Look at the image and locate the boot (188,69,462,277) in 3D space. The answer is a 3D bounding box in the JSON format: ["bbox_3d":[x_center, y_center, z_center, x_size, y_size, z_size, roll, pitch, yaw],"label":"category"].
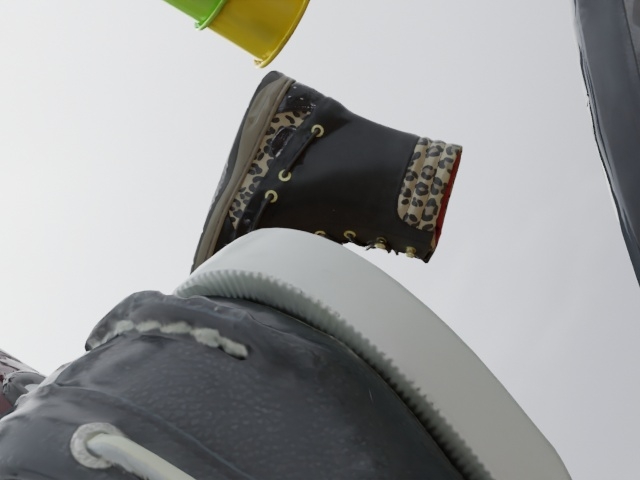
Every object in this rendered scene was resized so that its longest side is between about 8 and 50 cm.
[{"bbox_3d":[0.000,-0.001,1.441,0.085,0.178,0.236,-2,-69,-82],"label":"boot"}]

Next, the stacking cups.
[{"bbox_3d":[-0.158,-0.264,1.495,0.096,0.316,0.096,-53,16,22],"label":"stacking cups"}]

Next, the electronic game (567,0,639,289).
[{"bbox_3d":[0.119,0.005,0.472,0.048,0.229,0.229,-20,-3,22],"label":"electronic game"}]

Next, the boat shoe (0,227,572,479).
[{"bbox_3d":[0.052,0.130,0.355,0.091,0.302,0.114,-36,-20,-41],"label":"boat shoe"}]

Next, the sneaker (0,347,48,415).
[{"bbox_3d":[-0.158,0.093,0.628,0.281,0.162,0.106,-39,-30,-64],"label":"sneaker"}]
